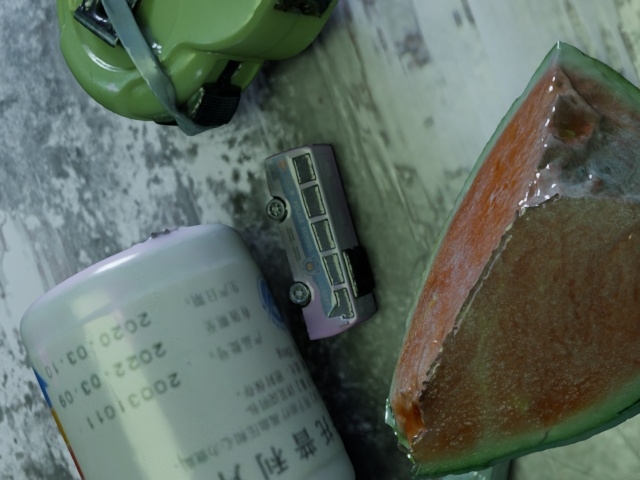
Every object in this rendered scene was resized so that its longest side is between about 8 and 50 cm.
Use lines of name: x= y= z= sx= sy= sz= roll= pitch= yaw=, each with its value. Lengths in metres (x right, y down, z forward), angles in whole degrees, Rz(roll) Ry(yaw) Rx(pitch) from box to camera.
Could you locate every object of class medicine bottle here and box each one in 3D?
medicine bottle: x=-0.073 y=0.149 z=0.603 sx=0.170 sy=0.170 sz=0.293 roll=-29 pitch=82 yaw=33

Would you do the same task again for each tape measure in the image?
tape measure: x=-0.104 y=-0.165 z=0.601 sx=0.200 sy=0.106 sz=0.175 roll=45 pitch=116 yaw=20

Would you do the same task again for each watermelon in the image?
watermelon: x=0.142 y=0.028 z=0.489 sx=0.146 sy=0.128 sz=0.231 roll=24 pitch=106 yaw=-6

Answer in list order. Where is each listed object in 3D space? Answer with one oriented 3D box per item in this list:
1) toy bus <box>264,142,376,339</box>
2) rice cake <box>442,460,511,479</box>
toy bus: x=0.000 y=0.000 z=0.609 sx=0.052 sy=0.037 sz=0.131 roll=-16 pitch=89 yaw=29
rice cake: x=0.096 y=0.176 z=0.575 sx=0.042 sy=0.045 sz=0.245 roll=16 pitch=107 yaw=30
